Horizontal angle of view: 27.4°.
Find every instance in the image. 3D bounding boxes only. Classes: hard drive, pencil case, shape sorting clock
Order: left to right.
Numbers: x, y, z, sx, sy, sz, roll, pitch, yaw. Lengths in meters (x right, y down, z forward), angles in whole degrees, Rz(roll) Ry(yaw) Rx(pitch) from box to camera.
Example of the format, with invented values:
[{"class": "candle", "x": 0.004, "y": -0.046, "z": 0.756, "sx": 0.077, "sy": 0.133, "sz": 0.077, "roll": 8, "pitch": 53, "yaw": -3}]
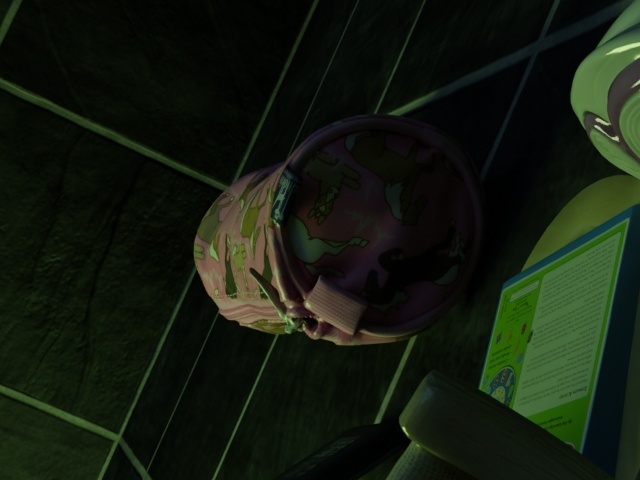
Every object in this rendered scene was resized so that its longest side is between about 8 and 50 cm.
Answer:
[{"class": "hard drive", "x": -0.015, "y": 0.170, "z": 0.897, "sx": 0.135, "sy": 0.022, "sz": 0.094, "roll": -30, "pitch": -1, "yaw": -19}, {"class": "pencil case", "x": 0.000, "y": 0.000, "z": 1.061, "sx": 0.386, "sy": 0.167, "sz": 0.160, "roll": 170, "pitch": 92, "yaw": -77}, {"class": "shape sorting clock", "x": 0.120, "y": 0.068, "z": 0.629, "sx": 0.206, "sy": 0.040, "sz": 0.206, "roll": -159, "pitch": 90, "yaw": -79}]

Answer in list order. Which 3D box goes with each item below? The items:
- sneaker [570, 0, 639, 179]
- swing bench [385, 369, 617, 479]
[{"class": "sneaker", "x": 0.210, "y": -0.100, "z": 0.476, "sx": 0.152, "sy": 0.114, "sz": 0.305, "roll": -55, "pitch": 10, "yaw": -27}, {"class": "swing bench", "x": -0.003, "y": 0.203, "z": 0.287, "sx": 0.253, "sy": 0.165, "sz": 0.255, "roll": -62, "pitch": -13, "yaw": 22}]
